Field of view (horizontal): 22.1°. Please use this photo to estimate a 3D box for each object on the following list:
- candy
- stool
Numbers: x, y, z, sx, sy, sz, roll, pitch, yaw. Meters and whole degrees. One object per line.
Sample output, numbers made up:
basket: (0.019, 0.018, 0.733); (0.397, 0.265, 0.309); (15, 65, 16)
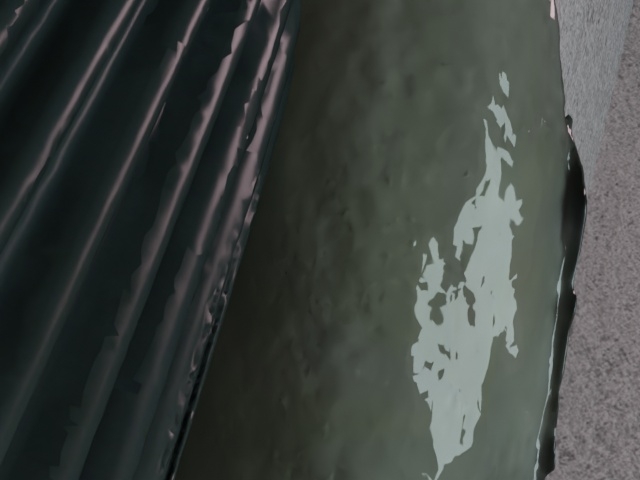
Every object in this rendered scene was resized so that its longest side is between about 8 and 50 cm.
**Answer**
candy: (0.000, 0.000, 0.736); (0.386, 0.186, 0.427); (-118, -141, -81)
stool: (-0.161, -0.001, 0.426); (0.330, 0.297, 0.297); (-70, 159, -48)
